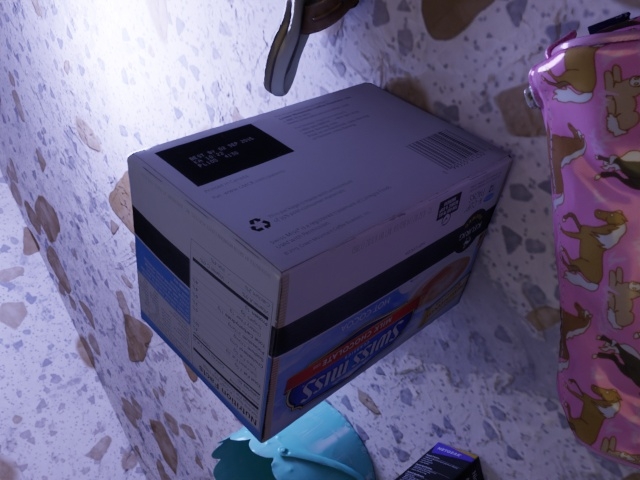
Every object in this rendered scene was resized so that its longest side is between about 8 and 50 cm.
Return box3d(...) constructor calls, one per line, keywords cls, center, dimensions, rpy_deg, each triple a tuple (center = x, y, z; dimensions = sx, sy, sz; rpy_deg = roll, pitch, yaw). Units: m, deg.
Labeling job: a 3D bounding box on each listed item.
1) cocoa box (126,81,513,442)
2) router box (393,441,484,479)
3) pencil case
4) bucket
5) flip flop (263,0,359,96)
box3d(cls="cocoa box", center=(0.000, 0.000, 0.699), dimensions=(0.231, 0.347, 0.228), rpy_deg=(36, 135, 31))
box3d(cls="router box", center=(0.151, 0.487, 0.879), dimensions=(0.081, 0.243, 0.309), rpy_deg=(2, 112, 49))
box3d(cls="pencil case", center=(0.279, 0.008, 0.530), dimensions=(0.167, 0.160, 0.386), rpy_deg=(-149, 44, -65))
box3d(cls="bucket", center=(-0.045, 0.430, 1.130), dimensions=(0.281, 0.183, 0.281), rpy_deg=(28, 130, 39))
box3d(cls="flip flop", center=(0.001, -0.282, 0.753), dimensions=(0.080, 0.112, 0.277), rpy_deg=(29, 133, 3))
